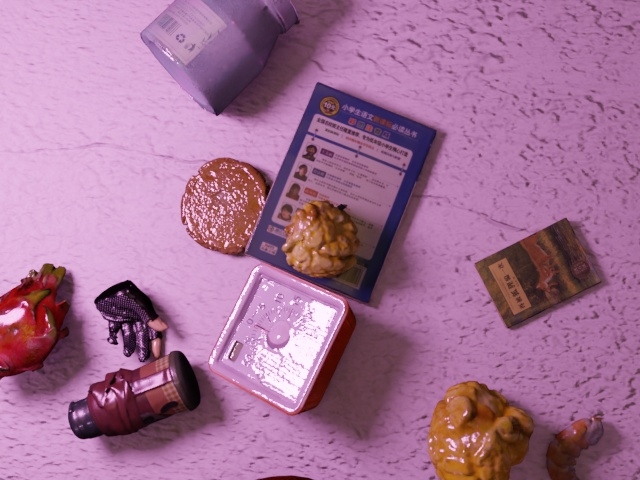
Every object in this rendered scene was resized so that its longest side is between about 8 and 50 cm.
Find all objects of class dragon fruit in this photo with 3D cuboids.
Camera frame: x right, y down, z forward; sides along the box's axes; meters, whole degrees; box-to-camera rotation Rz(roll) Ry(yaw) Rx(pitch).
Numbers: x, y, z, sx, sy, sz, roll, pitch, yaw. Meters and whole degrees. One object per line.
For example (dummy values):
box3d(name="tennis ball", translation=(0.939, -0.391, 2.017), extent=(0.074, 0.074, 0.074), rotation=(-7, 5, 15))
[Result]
box3d(name="dragon fruit", translation=(-0.652, 0.179, 1.684), extent=(0.200, 0.269, 0.198), rotation=(-33, 123, 21))

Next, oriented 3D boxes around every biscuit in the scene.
box3d(name="biscuit", translation=(-0.212, -0.077, 1.744), extent=(0.226, 0.042, 0.226), rotation=(-1, 82, 6))

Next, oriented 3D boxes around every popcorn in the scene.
box3d(name="popcorn", translation=(0.005, -0.006, 1.612), extent=(0.173, 0.142, 0.173), rotation=(4, 54, -6))
box3d(name="popcorn", translation=(0.326, 0.406, 1.564), extent=(0.203, 0.226, 0.200), rotation=(15, 121, -29))

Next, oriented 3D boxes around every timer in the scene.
box3d(name="timer", translation=(-0.082, 0.207, 1.631), extent=(0.250, 0.161, 0.257), rotation=(24, 84, 16))

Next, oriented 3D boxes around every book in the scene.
box3d(name="book", translation=(0.468, 0.070, 1.669), extent=(0.228, 0.024, 0.160), rotation=(-26, 82, 0))
box3d(name="book", translation=(0.047, -0.109, 1.711), extent=(0.300, 0.039, 0.428), rotation=(23, 82, 1))

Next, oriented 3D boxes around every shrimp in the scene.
box3d(name="shrimp", translation=(0.552, 0.459, 1.585), extent=(0.161, 0.049, 0.166), rotation=(-40, 81, 0))

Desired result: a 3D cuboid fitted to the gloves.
box3d(name="gloves", translation=(-0.407, 0.182, 1.703), extent=(0.129, 0.106, 0.180), rotation=(-29, 108, 1))

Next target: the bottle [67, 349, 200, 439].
box3d(name="bottle", translation=(-0.400, 0.342, 1.646), extent=(0.271, 0.143, 0.156), rotation=(-22, 118, -2))

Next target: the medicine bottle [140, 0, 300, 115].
box3d(name="medicine bottle", translation=(-0.213, -0.461, 1.711), extent=(0.290, 0.245, 0.245), rotation=(-44, 80, -5))

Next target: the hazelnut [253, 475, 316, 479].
box3d(name="hazelnut", translation=(-0.070, 0.658, 1.453), extent=(0.421, 0.353, 0.421), rotation=(2, 63, -5))
